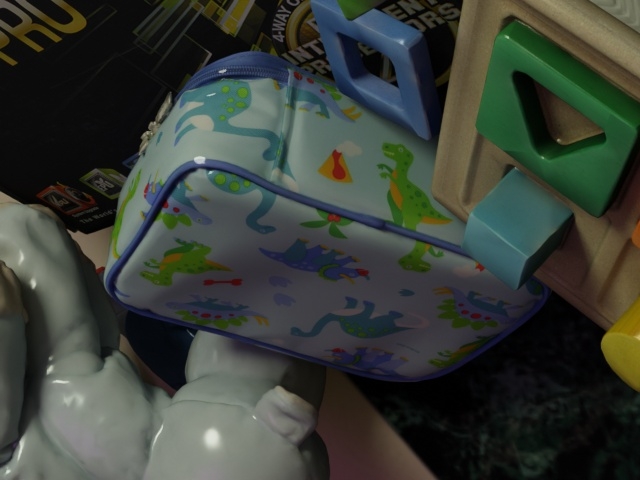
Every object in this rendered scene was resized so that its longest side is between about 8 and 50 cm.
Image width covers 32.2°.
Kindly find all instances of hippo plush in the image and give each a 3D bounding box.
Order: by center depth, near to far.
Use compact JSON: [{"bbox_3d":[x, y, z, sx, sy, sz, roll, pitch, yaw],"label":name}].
[{"bbox_3d":[-0.114,0.100,0.683,0.237,0.294,0.234,-2,126,9],"label":"hippo plush"}]

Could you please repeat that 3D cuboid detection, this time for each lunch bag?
[{"bbox_3d":[0.000,0.000,0.608,0.219,0.090,0.176,18,145,-18],"label":"lunch bag"}]

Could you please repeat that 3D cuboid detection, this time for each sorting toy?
[{"bbox_3d":[0.112,-0.001,0.422,0.348,0.047,0.196,39,162,19],"label":"sorting toy"}]

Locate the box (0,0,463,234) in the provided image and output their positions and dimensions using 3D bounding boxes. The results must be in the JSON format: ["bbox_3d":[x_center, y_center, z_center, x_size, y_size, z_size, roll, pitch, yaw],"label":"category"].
[{"bbox_3d":[-0.118,-0.147,0.575,0.395,0.097,0.318,-14,142,39],"label":"box"}]

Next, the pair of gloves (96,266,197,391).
[{"bbox_3d":[-0.130,0.108,0.870,0.159,0.023,0.198,36,129,14],"label":"pair of gloves"}]

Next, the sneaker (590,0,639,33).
[{"bbox_3d":[0.153,-0.028,0.497,0.292,0.108,0.169,51,159,5],"label":"sneaker"}]
